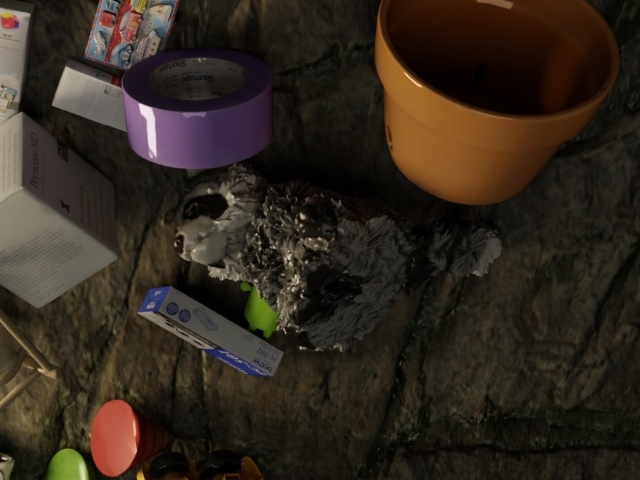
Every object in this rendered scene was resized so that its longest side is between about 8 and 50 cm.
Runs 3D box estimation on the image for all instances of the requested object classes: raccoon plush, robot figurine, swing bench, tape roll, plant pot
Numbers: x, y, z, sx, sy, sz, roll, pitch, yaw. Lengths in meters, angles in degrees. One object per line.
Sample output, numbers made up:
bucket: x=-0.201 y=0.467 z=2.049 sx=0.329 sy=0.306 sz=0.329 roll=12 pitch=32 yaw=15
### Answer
raccoon plush: x=0.000 y=0.000 z=1.577 sx=0.446 sy=0.299 sz=0.216 roll=6 pitch=113 yaw=-45
robot figurine: x=-0.074 y=0.089 z=1.653 sx=0.101 sy=0.067 sz=0.115 roll=20 pitch=121 yaw=-2
swing bench: x=-0.536 y=0.116 z=1.533 sx=0.165 sy=0.255 sz=0.253 roll=-44 pitch=144 yaw=-17
tape roll: x=-0.154 y=-0.171 z=1.402 sx=0.189 sy=0.189 sz=0.080 roll=-1 pitch=124 yaw=-2
plant pot: x=0.198 y=-0.181 z=1.375 sx=0.291 sy=0.290 sz=0.203 roll=5 pitch=139 yaw=-6

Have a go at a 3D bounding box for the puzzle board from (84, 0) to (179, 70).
puzzle board: x=-0.244 y=-0.277 z=1.434 sx=0.096 sy=0.011 sz=0.128 roll=16 pitch=122 yaw=-13

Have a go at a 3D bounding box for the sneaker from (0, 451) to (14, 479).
sneaker: x=-0.544 y=0.408 z=1.819 sx=0.115 sy=0.090 sz=0.232 roll=-27 pitch=109 yaw=4

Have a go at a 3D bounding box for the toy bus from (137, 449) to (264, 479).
toy bus: x=-0.221 y=0.461 z=1.829 sx=0.220 sy=0.149 sz=0.211 roll=7 pitch=135 yaw=-36

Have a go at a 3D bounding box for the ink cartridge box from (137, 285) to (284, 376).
ink cartridge box: x=-0.165 y=0.139 z=1.664 sx=0.207 sy=0.046 sz=0.097 roll=32 pitch=161 yaw=-22

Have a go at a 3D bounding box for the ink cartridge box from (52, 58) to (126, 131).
ink cartridge box: x=-0.293 y=-0.192 z=1.478 sx=0.115 sy=0.029 sz=0.062 roll=20 pitch=120 yaw=-16

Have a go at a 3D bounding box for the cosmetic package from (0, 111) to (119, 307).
cosmetic package: x=-0.389 y=-0.038 z=1.481 sx=0.151 sy=0.151 sz=0.184 roll=-31 pitch=136 yaw=17

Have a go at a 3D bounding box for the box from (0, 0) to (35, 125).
box: x=-0.456 y=-0.232 z=1.438 sx=0.145 sy=0.038 sz=0.186 roll=10 pitch=124 yaw=-10

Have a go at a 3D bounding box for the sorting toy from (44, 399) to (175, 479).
sorting toy: x=-0.365 y=0.399 z=1.848 sx=0.126 sy=0.127 sz=0.365 roll=12 pitch=131 yaw=-46
